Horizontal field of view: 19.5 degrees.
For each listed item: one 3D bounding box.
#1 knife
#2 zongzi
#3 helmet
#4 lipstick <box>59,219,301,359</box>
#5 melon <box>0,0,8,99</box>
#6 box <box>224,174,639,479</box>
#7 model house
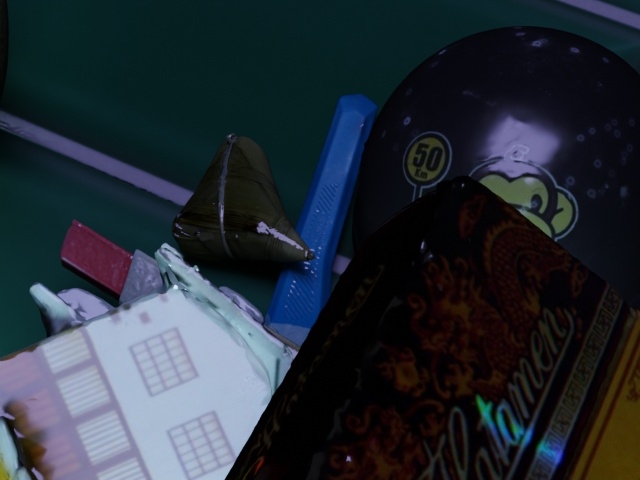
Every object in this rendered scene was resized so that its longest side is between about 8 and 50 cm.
[{"bbox_3d":[0.000,0.002,1.311,0.044,0.026,0.296,11,49,8],"label":"knife"},{"bbox_3d":[-0.036,-0.029,1.309,0.113,0.052,0.104,4,52,28],"label":"zongzi"},{"bbox_3d":[0.141,-0.060,1.272,0.230,0.160,0.279,14,52,16],"label":"helmet"},{"bbox_3d":[-0.050,0.072,1.203,0.312,0.051,0.051,29,69,18],"label":"lipstick"},{"bbox_3d":[-0.340,-0.150,1.320,0.237,0.237,0.301,-5,45,-2],"label":"melon"},{"bbox_3d":[0.147,0.191,0.940,0.415,0.116,0.264,39,54,-12],"label":"box"},{"bbox_3d":[-0.119,0.128,1.054,0.215,0.224,0.198,-25,75,-11],"label":"model house"}]
